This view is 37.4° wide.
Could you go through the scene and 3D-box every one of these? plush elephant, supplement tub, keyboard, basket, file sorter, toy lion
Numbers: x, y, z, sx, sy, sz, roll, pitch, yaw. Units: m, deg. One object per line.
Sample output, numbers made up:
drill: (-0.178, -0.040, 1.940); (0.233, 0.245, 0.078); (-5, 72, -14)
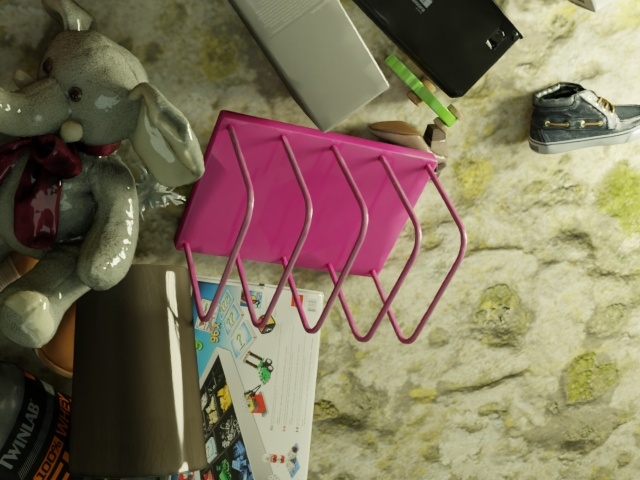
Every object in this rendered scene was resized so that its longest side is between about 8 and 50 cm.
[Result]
plush elephant: (-0.265, -0.098, 0.970); (0.330, 0.272, 0.255); (-29, 144, -37)
supplement tub: (-0.367, 0.277, 1.178); (0.193, 0.193, 0.316); (-44, 124, 7)
keyboard: (0.135, -0.330, 1.119); (0.201, 0.033, 0.317); (-45, 124, 9)
basket: (-0.211, 0.145, 1.080); (0.154, 0.204, 0.227); (0, 83, -24)
file sorter: (0.000, 0.000, 1.142); (0.290, 0.182, 0.202); (9, 126, -24)
toy lion: (0.120, -0.186, 1.157); (0.034, 0.100, 0.096); (-44, 142, 10)

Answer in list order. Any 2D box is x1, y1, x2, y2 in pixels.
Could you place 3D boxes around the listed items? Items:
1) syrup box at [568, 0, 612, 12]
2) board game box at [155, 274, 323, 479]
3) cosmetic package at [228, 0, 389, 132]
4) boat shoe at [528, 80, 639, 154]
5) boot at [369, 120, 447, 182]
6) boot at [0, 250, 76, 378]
syrup box: (0.299, -0.396, 1.103); (0.093, 0.096, 0.237); (-34, 123, 0)
board game box: (-0.103, 0.207, 1.227); (0.193, 0.053, 0.305); (10, 81, -24)
cosmetic package: (-0.033, -0.250, 1.045); (0.107, 0.127, 0.238); (-33, 122, 0)
boat shoe: (0.368, -0.174, 1.272); (0.183, 0.065, 0.083); (-13, 123, -12)
boot: (0.113, -0.110, 1.230); (0.118, 0.042, 0.087); (0, 123, -17)
boot: (-0.302, 0.072, 1.163); (0.152, 0.073, 0.197); (-36, 132, -7)
